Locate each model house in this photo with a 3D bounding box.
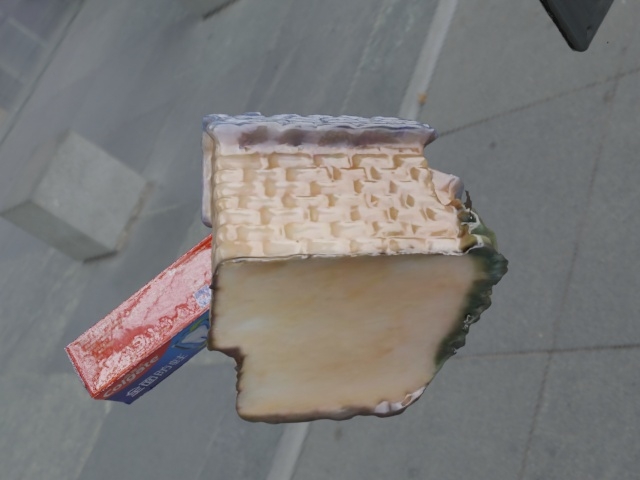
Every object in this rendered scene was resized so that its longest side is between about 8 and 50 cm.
[{"bbox_3d":[0.000,0.000,0.594,0.183,0.167,0.172,102,161,-49],"label":"model house"}]

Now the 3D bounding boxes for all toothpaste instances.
[{"bbox_3d":[-0.089,0.036,0.872,0.320,0.076,0.066,-37,68,7],"label":"toothpaste"}]

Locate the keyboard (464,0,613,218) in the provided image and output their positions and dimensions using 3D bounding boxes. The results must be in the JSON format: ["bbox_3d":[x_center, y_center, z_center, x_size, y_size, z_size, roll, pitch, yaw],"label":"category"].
[{"bbox_3d":[0.127,-0.167,0.362,0.041,0.103,0.381,13,71,44],"label":"keyboard"}]
